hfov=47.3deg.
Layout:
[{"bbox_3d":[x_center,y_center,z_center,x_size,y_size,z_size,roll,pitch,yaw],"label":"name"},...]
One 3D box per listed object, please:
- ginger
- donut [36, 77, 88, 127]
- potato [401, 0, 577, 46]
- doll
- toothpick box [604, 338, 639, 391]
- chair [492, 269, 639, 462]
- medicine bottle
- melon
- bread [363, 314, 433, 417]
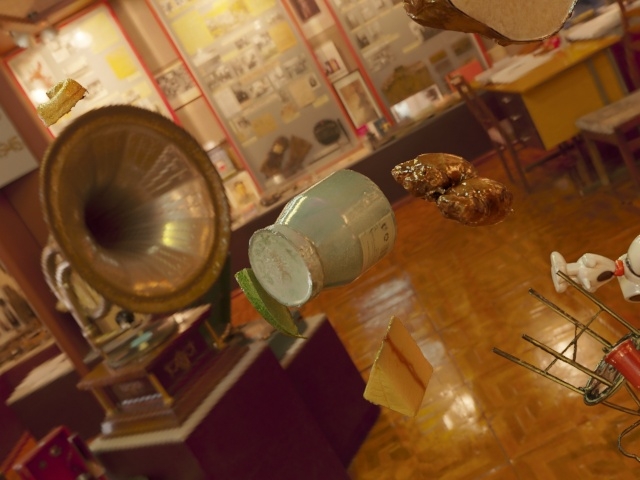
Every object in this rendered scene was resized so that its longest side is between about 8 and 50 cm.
[{"bbox_3d":[0.380,-0.146,2.162,0.357,0.152,0.274,36,39,29],"label":"ginger"},{"bbox_3d":[-0.753,-0.413,2.133,0.146,0.078,0.181,-28,28,20],"label":"donut"},{"bbox_3d":[0.248,-0.440,1.148,0.196,0.300,0.246,36,109,57],"label":"potato"},{"bbox_3d":[0.659,0.071,1.617,0.271,0.208,0.144,-20,38,23],"label":"doll"},{"bbox_3d":[0.436,0.181,1.001,0.047,0.083,0.047,-27,-30,-17],"label":"toothpick box"},{"bbox_3d":[0.458,0.202,1.158,0.159,0.326,0.170,-53,-5,-19],"label":"chair"},{"bbox_3d":[0.000,0.000,1.692,0.290,0.245,0.245,-33,13,-38],"label":"medicine bottle"},{"bbox_3d":[-0.120,0.163,1.861,0.053,0.261,0.114,-29,17,28],"label":"melon"},{"bbox_3d":[0.220,0.335,1.915,0.264,0.163,0.167,96,-164,-61],"label":"bread"}]
